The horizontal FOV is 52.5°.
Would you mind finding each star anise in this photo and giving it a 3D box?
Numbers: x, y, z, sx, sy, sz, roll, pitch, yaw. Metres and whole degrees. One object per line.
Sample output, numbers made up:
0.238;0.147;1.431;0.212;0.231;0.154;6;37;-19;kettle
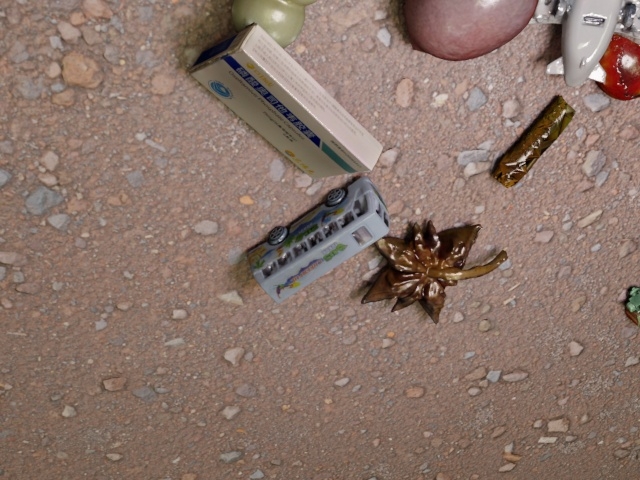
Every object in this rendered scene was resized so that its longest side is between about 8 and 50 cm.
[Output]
0.266;0.070;1.557;0.350;0.109;0.292;19;120;-25;star anise

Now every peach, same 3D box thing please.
0.654;-0.374;1.384;0.127;0.092;0.172;-36;125;13;peach

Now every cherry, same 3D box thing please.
0.268;-0.432;1.183;0.239;0.206;0.239;-14;126;-20;cherry

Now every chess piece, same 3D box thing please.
-0.043;-0.482;1.106;0.182;0.182;0.330;18;120;-23;chess piece

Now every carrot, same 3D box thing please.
0.480;-0.218;1.455;0.069;0.069;0.228;29;110;-27;carrot

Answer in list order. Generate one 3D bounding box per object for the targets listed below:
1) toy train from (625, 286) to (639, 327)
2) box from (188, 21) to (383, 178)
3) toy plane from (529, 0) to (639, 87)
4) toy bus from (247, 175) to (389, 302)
0.930;0.155;1.799;0.176;0.074;0.118;-34;133;2;toy train
-0.062;-0.246;1.226;0.343;0.200;0.065;39;68;-30;box
0.535;-0.431;1.302;0.245;0.117;0.244;3;106;10;toy plane
0.000;0.000;1.428;0.330;0.136;0.109;-34;125;9;toy bus
